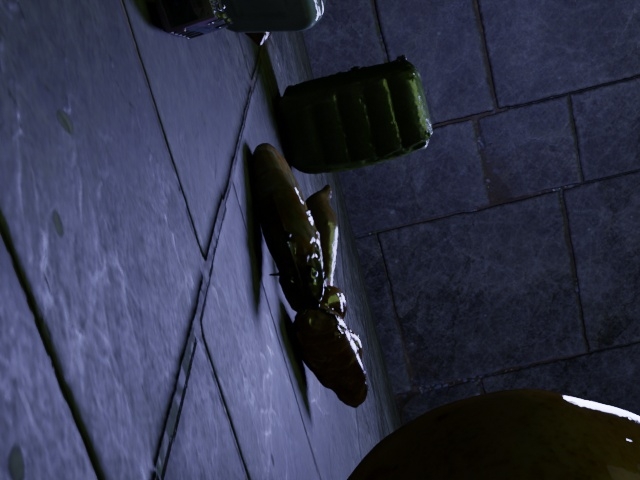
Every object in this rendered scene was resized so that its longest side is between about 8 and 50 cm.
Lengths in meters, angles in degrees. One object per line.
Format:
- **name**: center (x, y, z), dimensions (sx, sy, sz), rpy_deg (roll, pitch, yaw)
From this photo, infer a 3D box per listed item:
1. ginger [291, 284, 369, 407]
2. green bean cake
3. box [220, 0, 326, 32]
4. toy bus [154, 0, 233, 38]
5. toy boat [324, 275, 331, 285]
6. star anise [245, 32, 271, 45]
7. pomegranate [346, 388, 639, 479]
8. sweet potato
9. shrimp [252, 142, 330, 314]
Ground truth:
- **ginger**: center (0.007, 0.122, 1.188), dimensions (0.103, 0.073, 0.162), rpy_deg (-92, 164, -53)
- **green bean cake**: center (0.060, -0.210, 1.704), dimensions (0.250, 0.247, 0.156), rpy_deg (-88, 165, -73)
- **box**: center (-0.069, -0.376, 1.073), dimensions (0.312, 0.175, 0.182), rpy_deg (71, 25, -57)
- **toy bus**: center (-0.103, -0.188, 0.815), dimensions (0.130, 0.052, 0.036), rpy_deg (-91, 162, -81)
- **toy boat**: center (0.007, 0.117, 1.442), dimensions (0.096, 0.034, 0.122), rpy_deg (-42, 120, -79)
- **star anise**: center (-0.097, -0.340, 1.362), dimensions (0.168, 0.057, 0.167), rpy_deg (-3, 90, -88)
- **pomegranate**: center (0.196, 0.334, 0.870), dimensions (0.416, 0.417, 0.416), rpy_deg (-13, 90, -86)
- **sweet potato**: center (0.000, 0.000, 1.580), dimensions (0.069, 0.060, 0.249), rpy_deg (92, -6, -54)
- **shrimp**: center (-0.021, 0.008, 1.121), dimensions (0.169, 0.058, 0.296), rpy_deg (56, 12, -40)
